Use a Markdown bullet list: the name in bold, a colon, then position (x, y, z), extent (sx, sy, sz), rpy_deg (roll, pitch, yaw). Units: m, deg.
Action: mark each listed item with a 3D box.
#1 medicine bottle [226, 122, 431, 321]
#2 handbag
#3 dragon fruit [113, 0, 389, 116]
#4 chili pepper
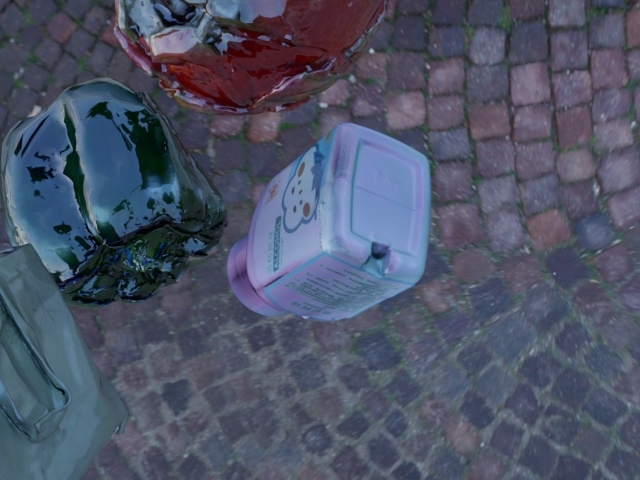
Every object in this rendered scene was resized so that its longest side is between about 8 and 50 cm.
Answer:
- **medicine bottle**: position (0.000, 0.000, 0.751), extent (0.094, 0.188, 0.119), rpy_deg (20, 60, -26)
- **handbag**: position (-0.311, 0.155, 0.882), extent (0.109, 0.316, 0.253), rpy_deg (-21, 103, 20)
- **dragon fruit**: position (-0.068, -0.257, 0.900), extent (0.278, 0.342, 0.277), rpy_deg (0, 102, 2)
- **chili pepper**: position (-0.260, -0.060, 1.142), extent (0.249, 0.233, 0.256), rpy_deg (-28, 77, 13)
